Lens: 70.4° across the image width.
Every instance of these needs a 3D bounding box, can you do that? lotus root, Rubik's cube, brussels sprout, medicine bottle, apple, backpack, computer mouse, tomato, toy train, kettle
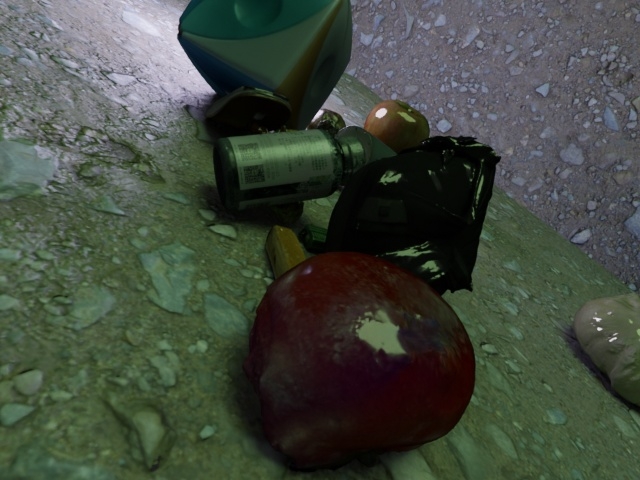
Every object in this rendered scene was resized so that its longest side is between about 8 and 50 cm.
[{"bbox_3d":[0.025,-0.387,1.552,0.138,0.138,0.214,30,25,-7],"label":"lotus root"},{"bbox_3d":[-0.135,-0.542,1.266,0.351,0.348,0.352,33,-5,12],"label":"Rubik's cube"},{"bbox_3d":[-0.072,-0.070,0.971,0.085,0.058,0.085,5,46,-5],"label":"brussels sprout"},{"bbox_3d":[-0.058,-0.147,0.912,0.292,0.142,0.141,-11,44,-19],"label":"medicine bottle"},{"bbox_3d":[0.286,-0.414,1.768,0.256,0.234,0.257,27,29,-16],"label":"apple"},{"bbox_3d":[0.186,-0.025,0.909,0.445,0.364,0.254,-16,29,-43],"label":"backpack"},{"bbox_3d":[-0.190,-0.319,1.143,0.158,0.072,0.310,7,2,-30],"label":"computer mouse"},{"bbox_3d":[0.071,0.122,0.588,0.334,0.176,0.290,12,51,-35],"label":"tomato"},{"bbox_3d":[0.000,0.000,0.963,0.093,0.038,0.056,14,38,-34],"label":"toy train"},{"bbox_3d":[0.136,-0.266,1.483,0.210,0.160,0.243,16,6,35],"label":"kettle"}]

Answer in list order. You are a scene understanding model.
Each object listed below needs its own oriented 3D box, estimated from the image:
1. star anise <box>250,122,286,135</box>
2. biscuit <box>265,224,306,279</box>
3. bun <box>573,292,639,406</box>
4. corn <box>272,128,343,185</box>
[{"bbox_3d":[-0.119,-0.169,1.043,0.213,0.111,0.196,56,48,-12],"label":"star anise"},{"bbox_3d":[-0.057,0.047,0.797,0.052,0.056,0.188,19,28,-31],"label":"biscuit"},{"bbox_3d":[0.897,0.293,1.270,0.364,0.219,0.365,28,29,-17],"label":"bun"},{"bbox_3d":[-0.010,-0.224,1.246,0.317,0.115,0.115,11,34,-40],"label":"corn"}]
